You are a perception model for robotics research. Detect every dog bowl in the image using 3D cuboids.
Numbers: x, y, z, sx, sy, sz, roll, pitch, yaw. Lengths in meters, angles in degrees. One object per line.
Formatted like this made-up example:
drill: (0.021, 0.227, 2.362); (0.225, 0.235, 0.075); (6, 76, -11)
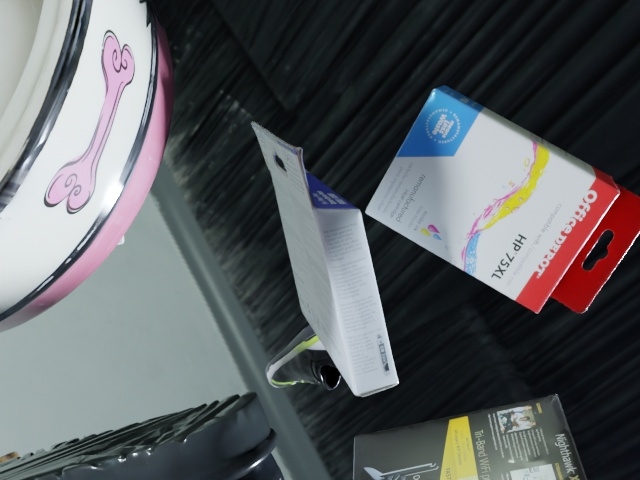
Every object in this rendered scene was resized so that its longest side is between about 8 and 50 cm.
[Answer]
dog bowl: (-0.291, -0.102, 0.585); (0.408, 0.408, 0.150); (61, 13, 28)

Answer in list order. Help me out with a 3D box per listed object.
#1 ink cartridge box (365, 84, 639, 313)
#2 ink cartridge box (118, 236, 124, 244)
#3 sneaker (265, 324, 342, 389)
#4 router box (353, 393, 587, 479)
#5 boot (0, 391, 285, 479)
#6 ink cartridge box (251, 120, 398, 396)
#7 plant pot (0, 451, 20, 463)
ink cartridge box: (0.177, -0.030, 0.714); (0.231, 0.134, 0.078); (30, 19, 7)
ink cartridge box: (-0.487, -0.070, 1.404); (0.171, 0.233, 0.168); (-8, 96, -36)
sneaker: (-0.018, 0.213, 1.273); (0.084, 0.234, 0.097); (-21, 70, -33)
router box: (0.156, 0.301, 0.770); (0.309, 0.243, 0.081); (-81, 154, -63)
boot: (-0.095, 0.200, 0.367); (0.094, 0.247, 0.207); (-18, 88, -66)
ink cartridge box: (0.000, 0.000, 0.724); (0.223, 0.045, 0.223); (-133, -153, -69)
plant pot: (-0.343, 0.395, 0.791); (0.254, 0.237, 0.237); (52, 32, 3)
